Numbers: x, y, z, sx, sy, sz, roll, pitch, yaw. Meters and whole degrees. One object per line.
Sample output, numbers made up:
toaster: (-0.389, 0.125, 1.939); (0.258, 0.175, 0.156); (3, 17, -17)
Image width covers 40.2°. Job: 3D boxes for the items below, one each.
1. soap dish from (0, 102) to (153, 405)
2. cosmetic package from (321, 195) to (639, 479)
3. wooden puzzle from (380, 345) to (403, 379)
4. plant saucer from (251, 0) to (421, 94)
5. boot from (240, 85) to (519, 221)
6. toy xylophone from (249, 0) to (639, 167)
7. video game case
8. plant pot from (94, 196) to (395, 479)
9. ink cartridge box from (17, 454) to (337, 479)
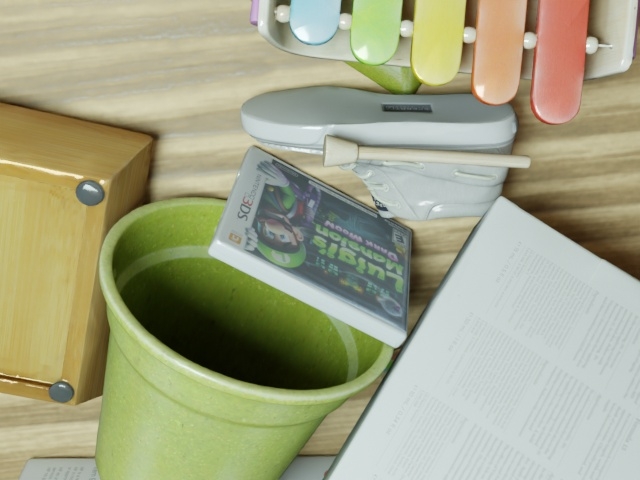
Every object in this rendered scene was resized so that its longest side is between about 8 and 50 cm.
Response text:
soap dish: (-0.302, 0.018, 0.849); (0.229, 0.118, 0.290); (12, 111, -6)
cosmetic package: (0.177, 0.194, 0.758); (0.284, 0.097, 0.377); (32, 73, 6)
wooden puzzle: (0.089, 0.142, 0.964); (0.049, 0.006, 0.083); (-21, 110, 7)
plant saucer: (0.058, -0.249, 0.797); (0.188, 0.045, 0.188); (31, 107, -12)
boot: (0.053, -0.073, 0.835); (0.258, 0.095, 0.123); (4, 124, 4)
toy xylophone: (0.104, -0.177, 0.729); (0.323, 0.081, 0.236); (-3, 91, -3)
video game case: (0.000, 0.000, 0.821); (0.190, 0.173, 0.022); (28, 123, -11)
plant pot: (-0.103, 0.139, 0.843); (0.276, 0.276, 0.254); (19, 121, -8)
ink cartridge box: (-0.132, 0.367, 0.894); (0.395, 0.285, 0.166); (0, 112, -1)
